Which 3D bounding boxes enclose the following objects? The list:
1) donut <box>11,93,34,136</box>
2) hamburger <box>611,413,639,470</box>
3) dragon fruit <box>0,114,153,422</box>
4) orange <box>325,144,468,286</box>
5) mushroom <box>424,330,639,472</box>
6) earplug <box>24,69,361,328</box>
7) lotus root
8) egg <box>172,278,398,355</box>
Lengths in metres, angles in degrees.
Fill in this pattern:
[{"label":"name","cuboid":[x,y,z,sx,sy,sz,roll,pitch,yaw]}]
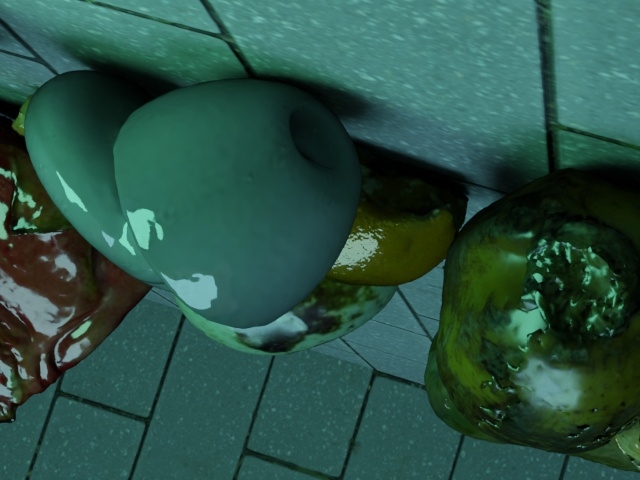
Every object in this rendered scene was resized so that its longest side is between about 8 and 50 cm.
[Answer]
[{"label":"donut","cuboid":[-0.225,-0.105,1.514,0.108,0.043,0.097,10,168,40]},{"label":"hamburger","cuboid":[0.405,0.146,1.348,0.284,0.174,0.304,9,168,38]},{"label":"dragon fruit","cuboid":[-0.339,0.035,1.607,0.286,0.329,0.228,28,180,38]},{"label":"orange","cuboid":[0.033,-0.017,1.341,0.170,0.112,0.160,27,-179,44]},{"label":"mushroom","cuboid":[0.240,0.159,1.623,0.217,0.212,0.292,56,152,-9]},{"label":"earplug","cuboid":[-0.097,-0.048,1.242,0.214,0.175,0.325,33,174,-34]},{"label":"lotus root","cuboid":[0.169,0.055,1.204,0.179,0.196,0.397,23,174,5]},{"label":"egg","cuboid":[-0.034,0.022,1.516,0.231,0.169,0.169,1,165,27]}]
